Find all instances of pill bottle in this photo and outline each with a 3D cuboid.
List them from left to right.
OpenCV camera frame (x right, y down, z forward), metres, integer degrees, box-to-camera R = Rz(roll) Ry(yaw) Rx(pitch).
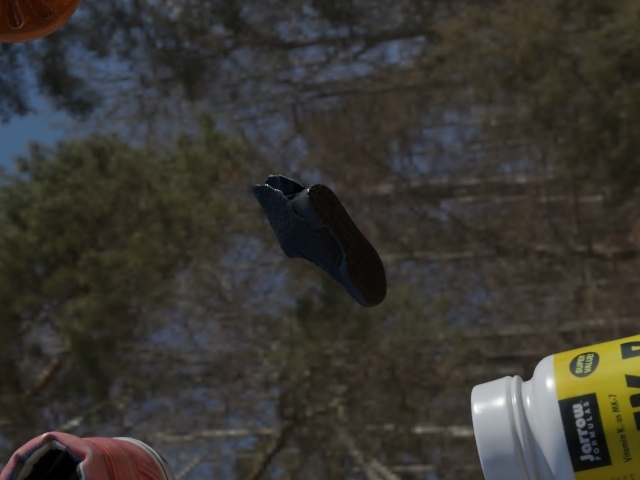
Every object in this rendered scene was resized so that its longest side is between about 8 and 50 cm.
[{"bbox_3d":[0.221,0.130,1.048,0.119,0.209,0.119,-15,-90,-77],"label":"pill bottle"}]

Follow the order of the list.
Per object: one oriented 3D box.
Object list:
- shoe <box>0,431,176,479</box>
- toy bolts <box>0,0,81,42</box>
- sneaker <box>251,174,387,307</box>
[{"bbox_3d":[-0.107,0.157,0.546,0.081,0.064,0.178,39,-114,-70],"label":"shoe"},{"bbox_3d":[-0.289,-0.161,0.974,0.158,0.229,0.218,121,173,-69],"label":"toy bolts"},{"bbox_3d":[-0.002,0.001,1.534,0.051,0.089,0.170,-35,-84,-39],"label":"sneaker"}]
